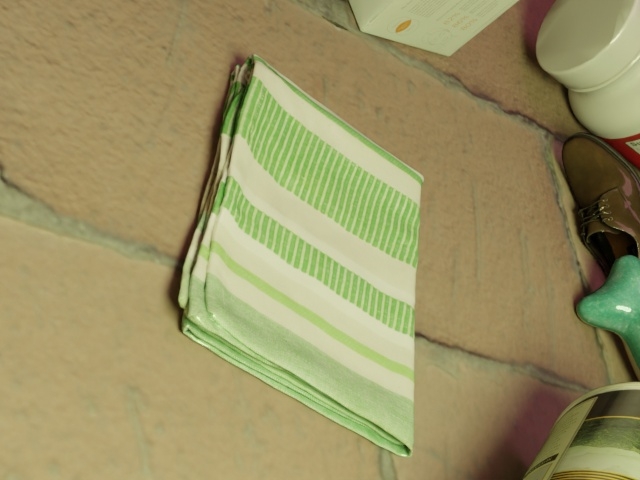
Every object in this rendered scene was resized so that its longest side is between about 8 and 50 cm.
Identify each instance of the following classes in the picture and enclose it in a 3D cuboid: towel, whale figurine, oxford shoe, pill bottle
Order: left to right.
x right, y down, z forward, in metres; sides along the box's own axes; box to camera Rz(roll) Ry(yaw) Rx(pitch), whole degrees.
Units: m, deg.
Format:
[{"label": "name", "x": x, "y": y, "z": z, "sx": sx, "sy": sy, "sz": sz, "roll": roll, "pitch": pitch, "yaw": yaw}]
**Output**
[{"label": "towel", "x": 0.000, "y": 0.000, "z": 0.918, "sx": 0.248, "sy": 0.038, "sz": 0.324, "roll": 33, "pitch": 41, "yaw": -26}, {"label": "oxford shoe", "x": 0.363, "y": -0.038, "z": 1.303, "sx": 0.096, "sy": 0.083, "sz": 0.227, "roll": -8, "pitch": 66, "yaw": -45}, {"label": "pill bottle", "x": 0.506, "y": -0.208, "z": 1.471, "sx": 0.408, "sy": 0.229, "sz": 0.229, "roll": 30, "pitch": 42, "yaw": -28}, {"label": "whale figurine", "x": 0.424, "y": 0.126, "z": 1.155, "sx": 0.216, "sy": 0.141, "sz": 0.272, "roll": -42, "pitch": 78, "yaw": -17}]

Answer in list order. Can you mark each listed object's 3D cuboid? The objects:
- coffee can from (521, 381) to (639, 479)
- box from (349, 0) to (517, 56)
[{"label": "coffee can", "x": 0.233, "y": 0.262, "z": 0.819, "sx": 0.201, "sy": 0.201, "sz": 0.275, "roll": 54, "pitch": 36, "yaw": 0}, {"label": "box", "x": 0.132, "y": -0.305, "z": 1.227, "sx": 0.170, "sy": 0.130, "sz": 0.091, "roll": 5, "pitch": 58, "yaw": -46}]
